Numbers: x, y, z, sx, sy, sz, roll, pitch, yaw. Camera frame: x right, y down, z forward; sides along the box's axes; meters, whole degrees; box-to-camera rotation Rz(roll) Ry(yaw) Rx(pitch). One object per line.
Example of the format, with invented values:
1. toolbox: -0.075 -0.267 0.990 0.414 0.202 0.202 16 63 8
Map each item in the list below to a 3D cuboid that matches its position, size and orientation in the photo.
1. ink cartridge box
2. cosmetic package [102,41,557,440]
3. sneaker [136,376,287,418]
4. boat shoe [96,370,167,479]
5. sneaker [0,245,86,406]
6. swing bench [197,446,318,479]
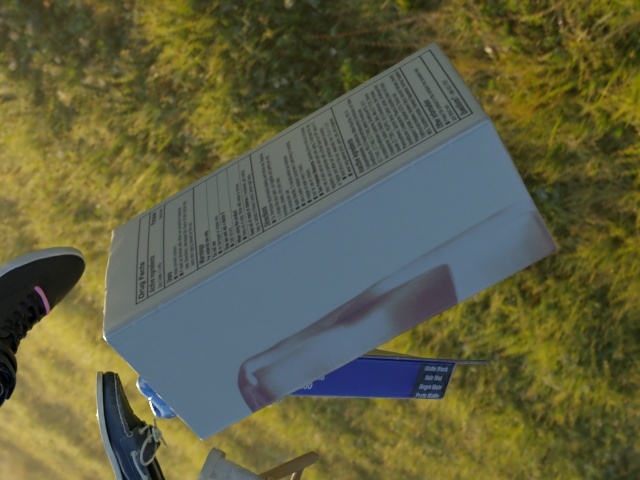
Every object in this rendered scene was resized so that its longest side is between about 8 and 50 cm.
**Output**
1. ink cartridge box: 0.003 0.121 0.897 0.223 0.045 0.224 7 175 -32
2. cosmetic package: 0.000 0.000 0.711 0.296 0.153 0.129 -28 122 10
3. sneaker: -0.139 0.172 1.200 0.126 0.091 0.240 -23 154 19
4. boat shoe: -0.257 0.296 1.351 0.079 0.095 0.254 -12 102 0
5. sneaker: -0.394 0.123 1.215 0.147 0.296 0.104 32 145 35
6. swing bench: -0.009 0.397 1.267 0.253 0.165 0.255 21 -179 34
